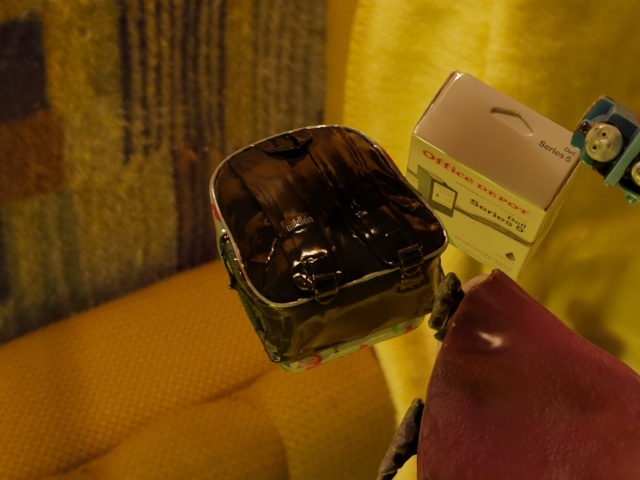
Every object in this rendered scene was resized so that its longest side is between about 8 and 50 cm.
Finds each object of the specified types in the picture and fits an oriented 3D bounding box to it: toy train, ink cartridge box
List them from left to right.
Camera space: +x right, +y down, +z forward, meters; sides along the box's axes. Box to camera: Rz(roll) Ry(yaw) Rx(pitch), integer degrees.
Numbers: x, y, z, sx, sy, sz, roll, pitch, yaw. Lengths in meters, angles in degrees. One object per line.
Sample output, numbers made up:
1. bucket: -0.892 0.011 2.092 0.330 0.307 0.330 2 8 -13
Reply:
1. ink cartridge box: 0.221 -0.078 1.474 0.114 0.198 0.273 -55 167 -16
2. toy train: 0.315 -0.096 1.148 0.080 0.105 0.184 -59 174 19

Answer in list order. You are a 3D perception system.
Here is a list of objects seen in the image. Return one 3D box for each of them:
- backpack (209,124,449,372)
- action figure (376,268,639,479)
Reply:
1. backpack: 0.000 0.000 1.190 0.225 0.253 0.191 -20 143 -14
2. action figure: 0.234 0.168 0.765 0.276 0.370 0.248 23 83 -81
